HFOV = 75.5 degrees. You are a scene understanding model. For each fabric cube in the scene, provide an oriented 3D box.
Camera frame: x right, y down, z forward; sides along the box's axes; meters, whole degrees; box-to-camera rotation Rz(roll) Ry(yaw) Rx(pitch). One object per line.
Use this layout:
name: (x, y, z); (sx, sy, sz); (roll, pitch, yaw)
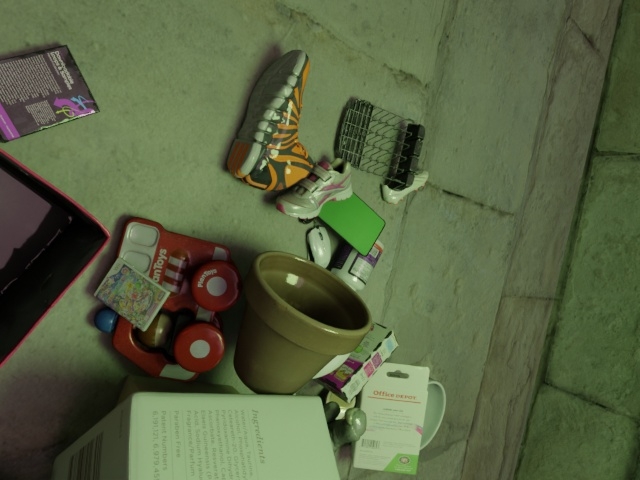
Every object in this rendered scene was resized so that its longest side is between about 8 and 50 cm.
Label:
fabric cube: (-0.503, -0.004, 0.572); (0.254, 0.258, 0.259); (47, 69, -35)

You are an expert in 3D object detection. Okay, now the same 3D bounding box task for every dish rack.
dish rack: (0.172, -0.273, 1.187); (0.271, 0.074, 0.209); (14, 88, -23)

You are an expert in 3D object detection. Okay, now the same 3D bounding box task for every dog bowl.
dog bowl: (0.339, 0.620, 1.512); (0.264, 0.104, 0.265); (-10, 106, -38)

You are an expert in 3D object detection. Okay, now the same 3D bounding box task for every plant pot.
plant pot: (-0.066, 0.184, 0.834); (0.263, 0.263, 0.229); (16, 112, -41)

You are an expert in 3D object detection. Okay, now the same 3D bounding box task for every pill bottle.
pill bottle: (0.095, 0.077, 1.188); (0.108, 0.108, 0.194); (39, 75, -38)

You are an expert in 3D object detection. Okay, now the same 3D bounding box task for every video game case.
video game case: (-0.356, 0.101, 0.779); (0.087, 0.122, 0.011); (-57, 173, 0)

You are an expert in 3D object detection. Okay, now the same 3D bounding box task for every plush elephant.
plush elephant: (-0.086, 0.503, 1.051); (0.255, 0.330, 0.272); (38, 60, -15)

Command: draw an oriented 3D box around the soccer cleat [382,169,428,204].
soccer cleat: (0.272, -0.186, 1.310); (0.196, 0.068, 0.076); (-36, 117, -25)

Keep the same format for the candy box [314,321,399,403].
candy box: (0.094, 0.337, 1.209); (0.233, 0.159, 0.071); (-41, 124, -25)

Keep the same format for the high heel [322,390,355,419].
high heel: (0.026, 0.545, 1.277); (0.093, 0.186, 0.261); (25, 48, -3)

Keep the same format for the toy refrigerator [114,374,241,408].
toy refrigerator: (-0.305, 0.381, 0.928); (0.269, 0.094, 0.102); (26, 82, -41)

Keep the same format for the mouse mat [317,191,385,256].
mouse mat: (0.087, -0.062, 1.140); (0.189, 0.007, 0.153); (42, 54, -9)

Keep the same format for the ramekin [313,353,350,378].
ramekin: (-0.037, 0.204, 1.031); (0.277, 0.135, 0.278); (-3, 99, -18)

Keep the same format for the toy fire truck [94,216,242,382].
toy fire truck: (-0.308, 0.126, 0.849); (0.253, 0.169, 0.302); (17, 90, -15)

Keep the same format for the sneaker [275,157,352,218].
sneaker: (-0.014, -0.141, 1.040); (0.252, 0.103, 0.111); (-33, 141, -39)

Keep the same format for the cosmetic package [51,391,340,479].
cosmetic package: (-0.201, 0.477, 0.704); (0.393, 0.328, 0.329); (20, 131, -41)

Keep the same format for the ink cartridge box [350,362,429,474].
ink cartridge box: (0.218, 0.539, 1.321); (0.207, 0.119, 0.354); (7, 97, 0)

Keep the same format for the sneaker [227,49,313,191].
sneaker: (-0.081, -0.265, 0.974); (0.180, 0.124, 0.321); (24, 94, -44)

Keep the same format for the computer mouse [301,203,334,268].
computer mouse: (0.000, 0.000, 1.135); (0.106, 0.042, 0.193); (-19, 111, -37)

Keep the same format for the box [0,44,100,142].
box: (-0.477, -0.246, 0.692); (0.162, 0.029, 0.116); (-32, 119, -29)
